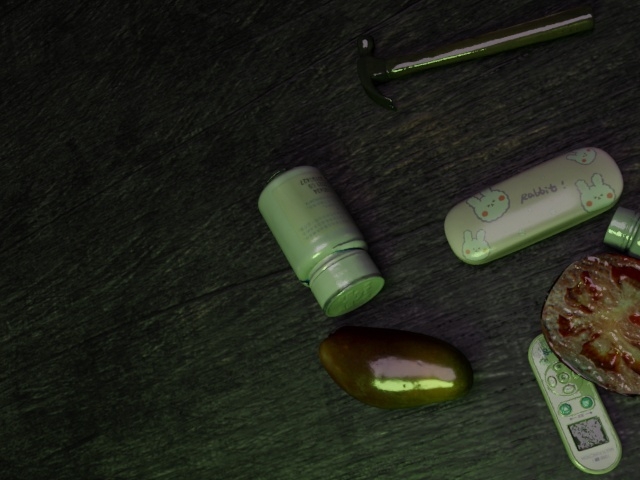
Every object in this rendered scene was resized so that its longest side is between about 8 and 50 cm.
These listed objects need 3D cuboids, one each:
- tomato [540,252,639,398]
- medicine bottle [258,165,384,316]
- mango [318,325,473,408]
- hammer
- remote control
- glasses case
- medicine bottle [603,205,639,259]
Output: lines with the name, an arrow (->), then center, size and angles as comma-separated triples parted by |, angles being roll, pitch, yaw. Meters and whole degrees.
tomato -> 0.441, 0.133, 0.975 | 0.225, 0.085, 0.225 | -3, 64, 6
medicine bottle -> 0.000, 0.000, 1.173 | 0.143, 0.143, 0.258 | -35, 64, 9
mango -> 0.123, 0.215, 1.080 | 0.268, 0.111, 0.133 | 5, 61, 24
hammer -> 0.281, -0.367, 1.221 | 0.440, 0.044, 0.168 | -11, 70, 19
remote control -> 0.391, 0.248, 1.003 | 0.078, 0.042, 0.221 | -21, 69, 8
glasses case -> 0.353, -0.057, 1.086 | 0.297, 0.075, 0.113 | -25, 66, 12
medicine bottle -> 0.517, -0.001, 1.003 | 0.130, 0.080, 0.080 | 25, 85, 25
